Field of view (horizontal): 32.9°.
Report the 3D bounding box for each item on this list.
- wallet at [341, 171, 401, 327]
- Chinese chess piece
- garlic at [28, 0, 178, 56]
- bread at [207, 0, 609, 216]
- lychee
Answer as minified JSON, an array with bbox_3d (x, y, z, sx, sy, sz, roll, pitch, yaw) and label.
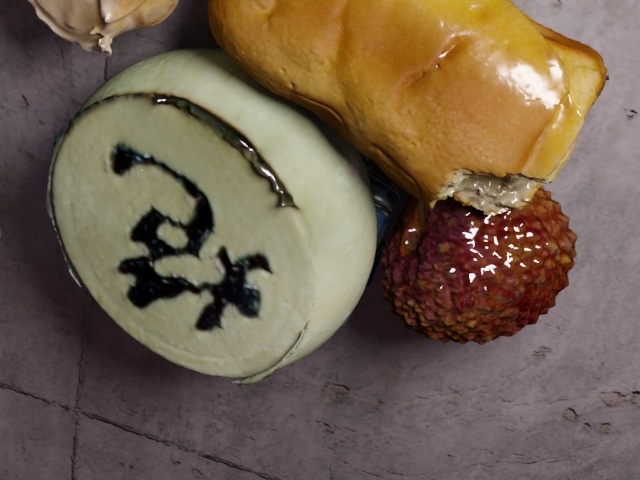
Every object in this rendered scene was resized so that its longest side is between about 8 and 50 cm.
[{"bbox_3d":[0.000,0.000,1.203,0.141,0.059,0.202,27,129,6],"label":"wallet"},{"bbox_3d":[-0.114,-0.022,1.119,0.349,0.146,0.349,16,125,25],"label":"Chinese chess piece"},{"bbox_3d":[-0.175,-0.318,0.947,0.203,0.185,0.281,48,151,9],"label":"garlic"},{"bbox_3d":[0.070,-0.161,0.944,0.344,0.149,0.195,36,126,11],"label":"bread"},{"bbox_3d":[0.161,0.016,1.087,0.188,0.188,0.188,9,129,12],"label":"lychee"}]
